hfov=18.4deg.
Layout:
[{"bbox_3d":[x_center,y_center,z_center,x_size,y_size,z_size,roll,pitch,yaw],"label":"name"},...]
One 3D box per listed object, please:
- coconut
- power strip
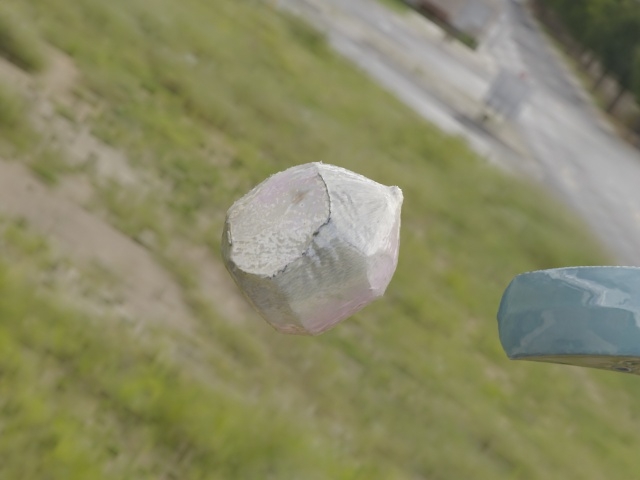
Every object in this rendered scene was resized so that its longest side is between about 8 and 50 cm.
[{"bbox_3d":[0.000,0.000,1.297,0.110,0.124,0.110,53,1,-1],"label":"coconut"},{"bbox_3d":[0.235,0.065,1.097,0.253,0.054,0.167,17,-13,-34],"label":"power strip"}]
